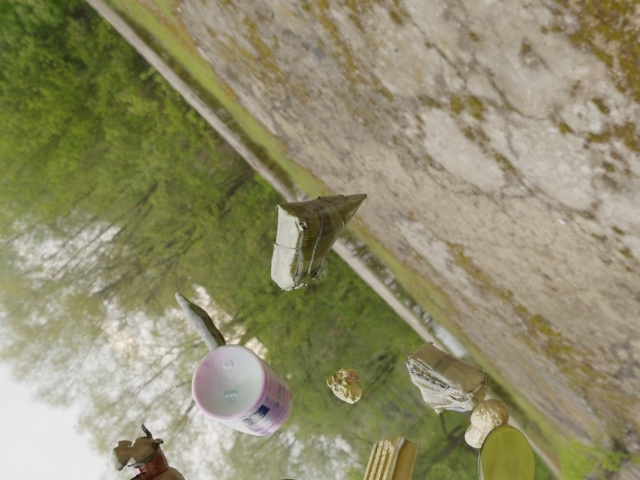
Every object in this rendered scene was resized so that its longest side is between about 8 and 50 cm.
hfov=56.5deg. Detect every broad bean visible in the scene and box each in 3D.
[{"bbox_3d":[-0.416,0.321,2.168,0.339,0.077,0.061,56,-145,0],"label":"broad bean"}]

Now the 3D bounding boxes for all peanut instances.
[{"bbox_3d":[0.582,0.651,2.109,0.110,0.120,0.236,48,135,32],"label":"peanut"}]

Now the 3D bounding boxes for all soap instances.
[{"bbox_3d":[0.175,0.691,1.647,0.089,0.274,0.173,28,147,-7],"label":"soap"}]

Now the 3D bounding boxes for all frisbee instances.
[{"bbox_3d":[0.552,0.664,1.749,0.236,0.236,0.017,45,149,-15],"label":"frisbee"}]

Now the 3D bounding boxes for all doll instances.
[{"bbox_3d":[-0.559,0.792,2.005,0.329,0.174,0.235,58,168,-4],"label":"doll"}]

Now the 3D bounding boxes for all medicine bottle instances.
[{"bbox_3d":[-0.157,0.324,1.264,0.152,0.152,0.254,41,169,24],"label":"medicine bottle"}]

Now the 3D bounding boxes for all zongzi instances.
[{"bbox_3d":[0.000,0.000,1.563,0.125,0.274,0.250,39,129,34],"label":"zongzi"},{"bbox_3d":[0.285,0.332,1.282,0.194,0.099,0.197,19,136,58],"label":"zongzi"}]

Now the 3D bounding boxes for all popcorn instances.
[{"bbox_3d":[0.080,0.453,1.841,0.089,0.097,0.109,-14,-123,-45],"label":"popcorn"}]

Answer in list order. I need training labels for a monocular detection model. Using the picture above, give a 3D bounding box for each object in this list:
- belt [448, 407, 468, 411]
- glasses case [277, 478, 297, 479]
[{"bbox_3d":[0.438,0.491,1.993,0.082,0.141,0.190,19,-179,-23],"label":"belt"},{"bbox_3d":[-0.129,0.813,1.860,0.321,0.122,0.082,90,171,-82],"label":"glasses case"}]
